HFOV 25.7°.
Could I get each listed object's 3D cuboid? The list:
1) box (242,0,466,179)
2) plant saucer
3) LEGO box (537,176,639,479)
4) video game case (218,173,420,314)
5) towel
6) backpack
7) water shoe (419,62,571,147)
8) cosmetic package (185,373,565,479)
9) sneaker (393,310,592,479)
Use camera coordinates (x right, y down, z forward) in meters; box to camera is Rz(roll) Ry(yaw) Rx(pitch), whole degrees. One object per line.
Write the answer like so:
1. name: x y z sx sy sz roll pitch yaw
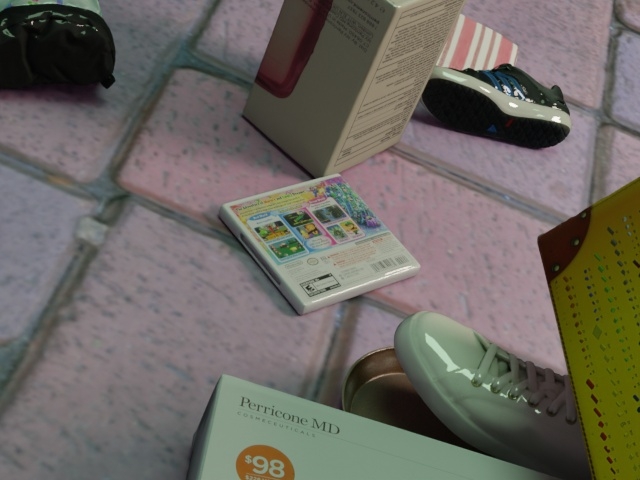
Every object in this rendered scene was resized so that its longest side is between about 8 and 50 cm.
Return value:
1. box: 0.037 -0.202 1.459 0.127 0.232 0.148 41 42 19
2. plant saucer: 0.093 0.166 1.246 0.168 0.029 0.168 14 40 -12
3. LEGO box: 0.383 0.220 1.067 0.372 0.193 0.500 35 35 -36
4. video game case: 0.000 0.000 1.387 0.157 0.019 0.143 -17 55 -38
5. towel: 0.148 -0.241 1.724 0.197 0.029 0.144 27 40 -3
6. backpack: -0.287 -0.241 1.426 0.152 0.115 0.182 1 43 -23
7. water shoe: 0.197 -0.167 1.629 0.203 0.073 0.080 18 49 -24
8. cosmetic package: 0.068 0.282 1.049 0.377 0.097 0.284 18 40 -8
9. sneaker: 0.201 0.141 1.212 0.290 0.123 0.106 39 37 -4
